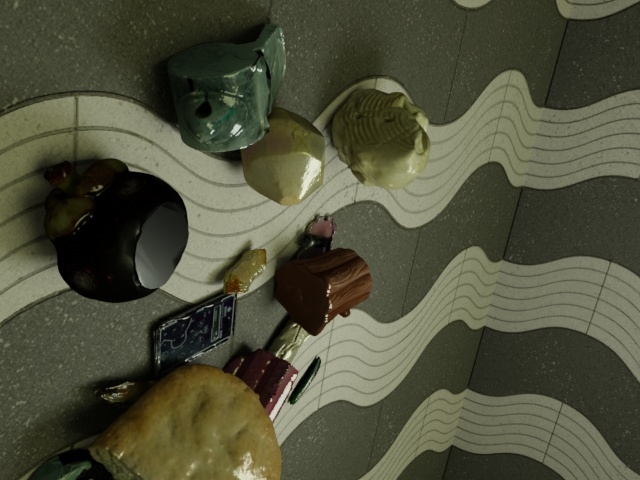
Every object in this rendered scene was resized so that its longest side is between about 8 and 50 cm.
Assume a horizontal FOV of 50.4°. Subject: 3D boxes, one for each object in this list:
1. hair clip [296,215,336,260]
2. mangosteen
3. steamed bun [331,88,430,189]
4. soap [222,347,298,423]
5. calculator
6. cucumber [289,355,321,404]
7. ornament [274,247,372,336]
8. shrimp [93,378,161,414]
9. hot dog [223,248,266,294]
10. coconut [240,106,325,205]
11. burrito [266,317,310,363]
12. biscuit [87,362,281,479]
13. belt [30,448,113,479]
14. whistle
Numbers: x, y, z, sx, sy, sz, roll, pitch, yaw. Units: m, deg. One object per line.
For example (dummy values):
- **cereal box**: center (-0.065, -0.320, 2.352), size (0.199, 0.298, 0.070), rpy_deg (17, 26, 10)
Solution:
- **hair clip**: center (-0.007, -0.003, 2.022), size (0.187, 0.056, 0.146), rpy_deg (-9, 116, -63)
- **mangosteen**: center (-0.386, -0.025, 1.269), size (0.288, 0.233, 0.287), rpy_deg (-35, 133, -48)
- **steamed bun**: center (0.180, -0.262, 1.896), size (0.276, 0.289, 0.203), rpy_deg (-54, 150, -24)
- **soap**: center (-0.207, 0.445, 1.890), size (0.289, 0.182, 0.112), rpy_deg (-60, 150, -21)
- **calculator**: center (-0.316, 0.234, 1.732), size (0.274, 0.028, 0.165), rpy_deg (-25, 130, -47)
- **cucumber**: center (-0.047, 0.471, 2.274), size (0.184, 0.036, 0.033), rpy_deg (-54, 138, -17)
- **ornament**: center (0.022, 0.135, 1.958), size (0.218, 0.235, 0.221), rpy_deg (-21, 88, -43)
- **shrimp**: center (-0.454, 0.405, 1.622), size (0.169, 0.058, 0.296), rpy_deg (-64, 152, 0)
- **hot dog**: center (-0.202, 0.088, 1.772), size (0.078, 0.061, 0.169), rpy_deg (49, 58, -9)
- **coconut**: center (-0.088, -0.193, 1.598), size (0.198, 0.236, 0.236), rpy_deg (-2, 119, -10)
- **burrito**: center (-0.060, 0.271, 2.086), size (0.392, 0.076, 0.117), rpy_deg (-54, 147, -19)
- **biscuit**: center (-0.261, 0.508, 1.620), size (0.104, 0.429, 0.446), rpy_deg (-35, -175, 36)
- **belt**: center (-0.564, 0.552, 1.529), size (0.198, 0.078, 0.151), rpy_deg (2, 110, -55)
- **whistle**: center (-0.162, -0.333, 1.441), size (0.405, 0.188, 0.168), rpy_deg (-39, 139, -37)
